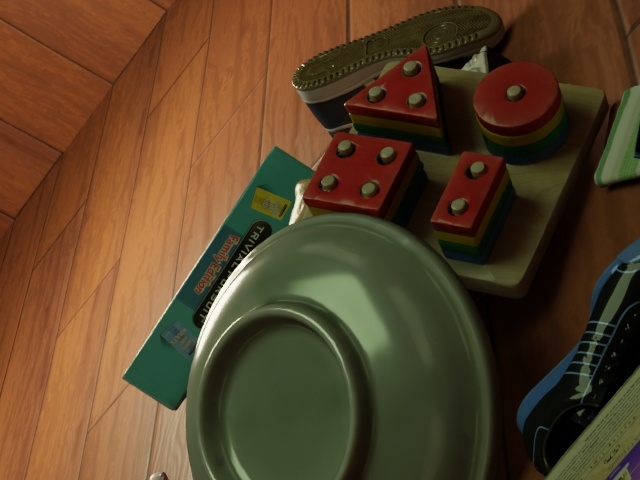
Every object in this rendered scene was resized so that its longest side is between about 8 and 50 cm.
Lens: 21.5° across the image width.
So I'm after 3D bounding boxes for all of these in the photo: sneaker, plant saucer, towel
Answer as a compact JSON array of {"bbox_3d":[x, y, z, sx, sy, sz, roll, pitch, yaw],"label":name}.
[{"bbox_3d":[0.249,0.104,1.402,0.232,0.081,0.090,-60,20,20],"label":"sneaker"},{"bbox_3d":[0.121,-0.195,2.153,0.282,0.153,0.099,-16,36,21],"label":"sneaker"},{"bbox_3d":[-0.013,0.169,1.614,0.400,0.101,0.400,-5,83,41],"label":"plant saucer"},{"bbox_3d":[0.326,-0.107,1.599,0.152,0.023,0.113,-12,53,62],"label":"towel"}]

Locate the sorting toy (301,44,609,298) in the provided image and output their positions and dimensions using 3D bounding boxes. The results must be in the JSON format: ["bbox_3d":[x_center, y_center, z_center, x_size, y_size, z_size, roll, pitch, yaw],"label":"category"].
[{"bbox_3d":[0.125,-0.089,1.711,0.257,0.089,0.255,11,58,29],"label":"sorting toy"}]

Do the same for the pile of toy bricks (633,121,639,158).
[{"bbox_3d":[0.334,-0.093,1.456,0.105,0.118,0.212,75,-152,-71],"label":"pile of toy bricks"}]

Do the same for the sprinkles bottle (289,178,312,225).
[{"bbox_3d":[-0.014,0.116,1.822,0.121,0.121,0.355,-4,69,68],"label":"sprinkles bottle"}]

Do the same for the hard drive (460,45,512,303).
[{"bbox_3d":[0.144,-0.046,1.900,0.237,0.064,0.339,-49,23,30],"label":"hard drive"}]

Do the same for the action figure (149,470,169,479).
[{"bbox_3d":[-0.171,0.401,1.892,0.276,0.248,0.370,-30,1,-31],"label":"action figure"}]

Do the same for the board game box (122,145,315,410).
[{"bbox_3d":[-0.123,0.057,2.134,0.336,0.079,0.254,-57,0,-7],"label":"board game box"}]

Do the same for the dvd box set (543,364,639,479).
[{"bbox_3d":[0.297,0.201,1.154,0.307,0.062,0.420,-54,20,17],"label":"dvd box set"}]
